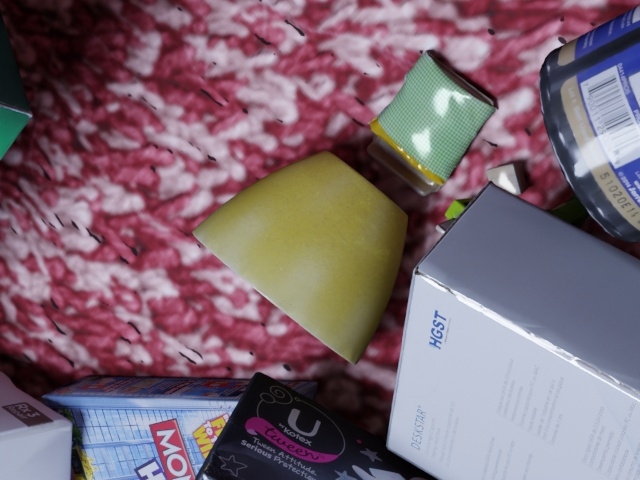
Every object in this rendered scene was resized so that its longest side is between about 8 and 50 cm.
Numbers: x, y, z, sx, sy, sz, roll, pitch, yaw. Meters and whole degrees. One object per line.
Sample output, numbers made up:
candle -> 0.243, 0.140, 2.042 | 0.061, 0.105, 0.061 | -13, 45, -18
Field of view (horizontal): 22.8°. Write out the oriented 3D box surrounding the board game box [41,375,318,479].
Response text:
board game box -> -0.079, 0.173, 1.119 | 0.194, 0.060, 0.194 | -17, 93, 31

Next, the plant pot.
plant pot -> 0.000, 0.000, 1.010 | 0.134, 0.134, 0.095 | 39, 90, 15

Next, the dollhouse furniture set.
dollhouse furniture set -> 0.090, -0.043, 0.979 | 0.151, 0.058, 0.076 | 40, 116, 15

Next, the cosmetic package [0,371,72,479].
cosmetic package -> -0.304, 0.286, 1.178 | 0.217, 0.156, 0.385 | 18, 112, 47

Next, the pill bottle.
pill bottle -> 0.237, -0.093, 0.852 | 0.219, 0.123, 0.123 | -26, 89, 30

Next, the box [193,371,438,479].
box -> 0.019, 0.228, 0.998 | 0.247, 0.142, 0.163 | 29, 115, 0

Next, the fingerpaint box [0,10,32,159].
fingerpaint box -> -0.401, -0.068, 1.079 | 0.445, 0.163, 0.371 | -49, 44, 26

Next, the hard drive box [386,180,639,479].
hard drive box -> 0.162, 0.100, 0.913 | 0.232, 0.089, 0.181 | 29, 144, 19
